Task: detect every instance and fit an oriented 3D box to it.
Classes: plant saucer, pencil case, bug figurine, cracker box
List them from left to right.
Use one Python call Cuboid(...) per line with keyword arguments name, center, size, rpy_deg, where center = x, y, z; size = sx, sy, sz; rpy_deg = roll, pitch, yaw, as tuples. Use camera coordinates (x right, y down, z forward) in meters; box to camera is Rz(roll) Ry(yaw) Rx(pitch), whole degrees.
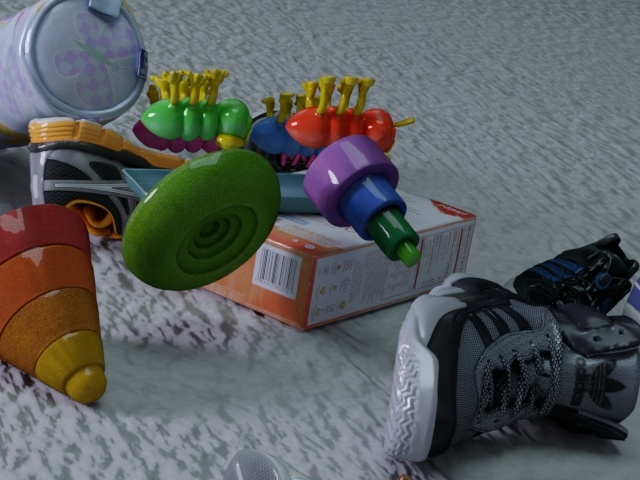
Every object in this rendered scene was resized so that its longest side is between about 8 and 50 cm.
Cuboid(name="pencil case", center=(-0.255, -0.147, 1.641), size=(0.113, 0.124, 0.273), rpy_deg=(4, -7, -31))
Cuboid(name="plant saucer", center=(-0.058, -0.038, 1.496), size=(0.192, 0.018, 0.067), rpy_deg=(2, 18, -24))
Cuboid(name="bug figurine", center=(-0.047, -0.096, 1.579), size=(0.216, 0.072, 0.279), rpy_deg=(4, 0, -10))
Cuboid(name="cracker box", center=(0.000, 0.000, 1.546), size=(0.156, 0.067, 0.232), rpy_deg=(21, 19, 32))

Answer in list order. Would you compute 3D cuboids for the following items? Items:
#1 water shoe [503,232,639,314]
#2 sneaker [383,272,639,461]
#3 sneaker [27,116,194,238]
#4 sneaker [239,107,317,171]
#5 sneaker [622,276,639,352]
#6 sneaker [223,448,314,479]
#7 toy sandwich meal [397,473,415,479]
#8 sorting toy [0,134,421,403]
Cuboid(name="water shoe", center=(0.199, 0.036, 1.483), size=(0.073, 0.080, 0.203), rpy_deg=(52, 21, -1))
Cuboid(name="sneaker", center=(0.136, 0.090, 1.266), size=(0.153, 0.101, 0.268), rpy_deg=(11, 14, 13))
Cuboid(name="sneaker", center=(-0.161, -0.038, 1.572), size=(0.215, 0.083, 0.084), rpy_deg=(18, -16, -41))
Cuboid(name="sneaker", center=(-0.006, -0.091, 1.843), size=(0.170, 0.063, 0.075), rpy_deg=(3, 12, -38))
Cuboid(name="sneaker", center=(0.394, 0.051, 1.405), size=(0.315, 0.182, 0.127), rpy_deg=(24, 20, 38))
Cuboid(name="sneaker", center=(0.000, 0.165, 1.056), size=(0.061, 0.053, 0.152), rpy_deg=(16, 11, -44))
Cuboid(name="toy sandwich meal", center=(0.074, 0.164, 1.069), size=(0.086, 0.029, 0.085), rpy_deg=(30, -5, 3))
Cuboid(name="sorting toy", center=(-0.077, 0.027, 1.314), size=(0.366, 0.127, 0.126), rpy_deg=(-18, 53, -30))
